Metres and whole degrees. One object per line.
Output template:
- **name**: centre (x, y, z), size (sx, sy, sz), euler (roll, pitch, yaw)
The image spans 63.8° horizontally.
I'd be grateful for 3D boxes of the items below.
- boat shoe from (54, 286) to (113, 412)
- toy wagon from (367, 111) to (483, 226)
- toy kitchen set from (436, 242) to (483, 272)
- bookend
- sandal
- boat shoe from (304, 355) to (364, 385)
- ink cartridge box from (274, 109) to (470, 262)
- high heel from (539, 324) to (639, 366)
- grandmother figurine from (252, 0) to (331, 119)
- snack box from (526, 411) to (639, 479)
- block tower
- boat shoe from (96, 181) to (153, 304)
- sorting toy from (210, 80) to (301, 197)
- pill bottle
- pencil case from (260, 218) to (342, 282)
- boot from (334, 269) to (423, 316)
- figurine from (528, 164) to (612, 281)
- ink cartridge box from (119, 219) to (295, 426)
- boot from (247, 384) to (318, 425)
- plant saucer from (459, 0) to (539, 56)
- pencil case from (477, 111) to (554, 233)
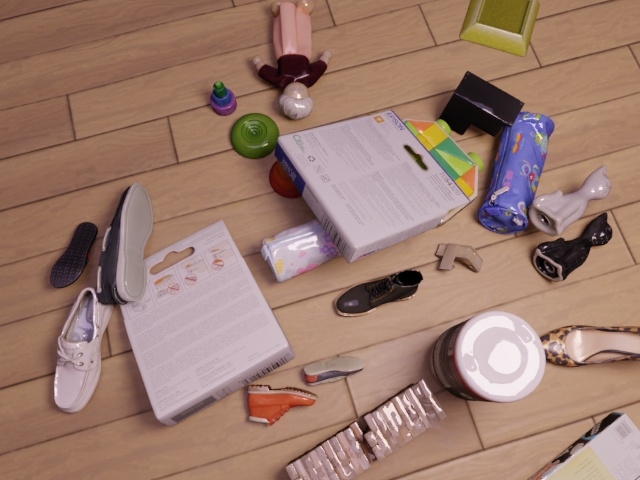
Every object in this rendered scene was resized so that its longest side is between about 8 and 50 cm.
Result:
- **boat shoe**: centre (-0.541, 0.237, 1.138), size (0.098, 0.096, 0.277), euler (5, 74, 1)
- **toy wagon**: centre (0.223, -0.196, 1.275), size (0.267, 0.068, 0.344), euler (-37, 77, -10)
- **toy kitchen set**: centre (0.325, 0.055, 1.220), size (0.083, 0.075, 0.068), euler (7, 65, 44)
- **bookend**: centre (0.388, -0.313, 1.267), size (0.157, 0.156, 0.072), euler (31, 77, 5)
- **sandal**: centre (-0.583, 0.039, 1.232), size (0.067, 0.040, 0.179), euler (15, 60, -1)
- **boat shoe**: centre (0.031, 0.293, 1.147), size (0.136, 0.049, 0.043), euler (-9, 116, -5)
- **ink cartridge box**: centre (0.114, -0.138, 1.156), size (0.330, 0.071, 0.324), euler (-19, 62, -28)
- **high heel**: centre (0.596, 0.217, 1.088), size (0.261, 0.186, 0.093), euler (0, 74, 0)
- **grandmother figurine**: centre (-0.075, -0.468, 1.344), size (0.207, 0.104, 0.343), euler (-8, 71, 7)
- **snack box**: centre (0.564, 0.529, 1.062), size (0.321, 0.060, 0.187), euler (-33, 76, -9)
- **block tower**: centre (0.096, 0.420, 1.083), size (0.335, 0.097, 0.091), euler (-30, 76, -6)
- **boat shoe**: centre (-0.462, 0.003, 1.198), size (0.091, 0.114, 0.303), euler (-11, 58, 15)
- **sorting toy**: centre (-0.153, -0.268, 1.270), size (0.127, 0.126, 0.365), euler (-41, 78, -10)
- **pill bottle**: centre (0.317, 0.240, 1.033), size (0.161, 0.283, 0.161), euler (0, 74, 0)
- **pencil case**: centre (0.000, 0.000, 1.190), size (0.273, 0.124, 0.114), euler (-23, 76, -5)
- **boot**: centre (0.128, 0.109, 1.150), size (0.197, 0.137, 0.077), euler (-20, 74, -5)
- **figurine**: centre (0.587, -0.044, 1.172), size (0.209, 0.215, 0.092), euler (-29, 33, -14)
- **ink cartridge box**: centre (-0.279, 0.175, 1.181), size (0.308, 0.091, 0.385), euler (-28, 59, -7)
- **boot**: centre (-0.084, 0.361, 1.122), size (0.157, 0.059, 0.085), euler (0, 76, 9)
- **plant saucer**: centre (0.499, -0.617, 1.409), size (0.188, 0.045, 0.189), euler (18, 74, 6)
- **pencil case**: centre (0.467, -0.167, 1.234), size (0.119, 0.133, 0.306), euler (5, 67, 43)
